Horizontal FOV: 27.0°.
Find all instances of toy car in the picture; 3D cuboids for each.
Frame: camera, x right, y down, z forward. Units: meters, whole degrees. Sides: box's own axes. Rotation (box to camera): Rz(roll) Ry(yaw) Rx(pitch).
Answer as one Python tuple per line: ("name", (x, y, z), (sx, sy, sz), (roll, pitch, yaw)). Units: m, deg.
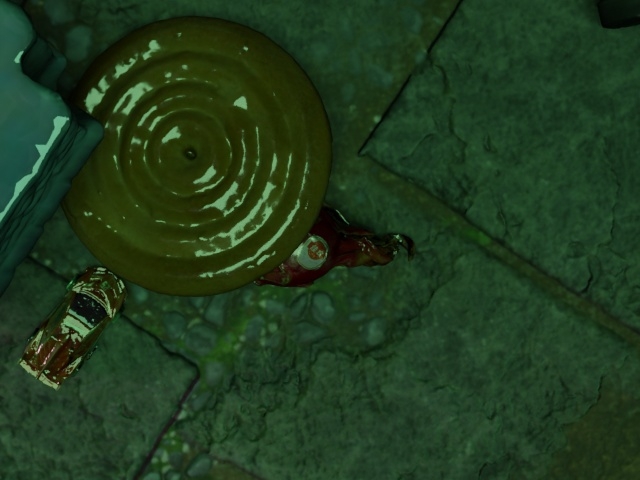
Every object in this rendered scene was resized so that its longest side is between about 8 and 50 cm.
("toy car", (-0.233, 0.082, 1.269), (0.059, 0.035, 0.122), (37, 99, -7))

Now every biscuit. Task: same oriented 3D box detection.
("biscuit", (-0.119, -0.078, 1.195), (0.261, 0.037, 0.262), (-1, 85, 10))

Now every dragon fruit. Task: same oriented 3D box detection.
("dragon fruit", (0.000, 0.000, 1.242), (0.190, 0.094, 0.094), (3, 102, -9))

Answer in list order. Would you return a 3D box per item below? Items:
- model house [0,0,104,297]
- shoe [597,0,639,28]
("model house", (-0.356, -0.055, 1.098), (0.297, 0.339, 0.360), (32, 88, 3))
("shoe", (0.374, -0.295, 1.196), (0.292, 0.109, 0.149), (-18, 99, -3))
